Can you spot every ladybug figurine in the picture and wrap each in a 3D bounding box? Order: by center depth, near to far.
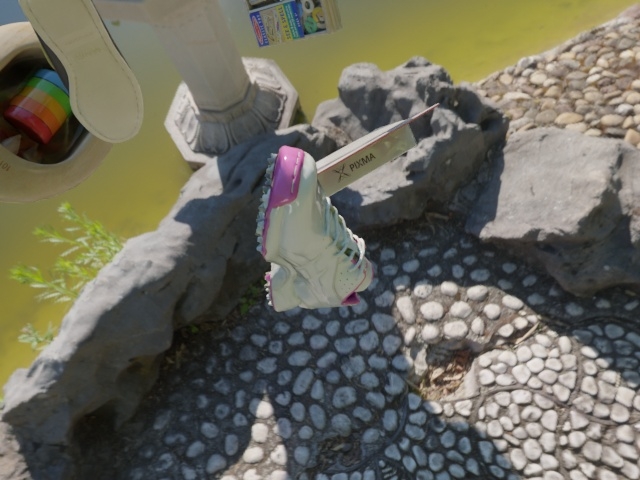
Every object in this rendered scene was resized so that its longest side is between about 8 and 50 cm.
[{"bbox_3d":[-0.596,-0.261,0.967,0.161,0.305,0.450,-15,43,37],"label":"ladybug figurine"}]

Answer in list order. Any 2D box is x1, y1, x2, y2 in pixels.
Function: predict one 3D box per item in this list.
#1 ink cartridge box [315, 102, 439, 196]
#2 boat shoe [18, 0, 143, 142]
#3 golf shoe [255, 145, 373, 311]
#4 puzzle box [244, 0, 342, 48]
[{"bbox_3d":[0.064,-0.151,0.914,0.296,0.261,0.066,-32,103,-15],"label":"ink cartridge box"},{"bbox_3d":[-0.380,-0.296,0.753,0.116,0.324,0.097,-26,63,-13],"label":"boat shoe"},{"bbox_3d":[0.000,0.000,0.552,0.140,0.306,0.115,7,64,2],"label":"golf shoe"},{"bbox_3d":[-0.111,-0.686,1.102,0.272,0.409,0.052,11,40,43],"label":"puzzle box"}]
